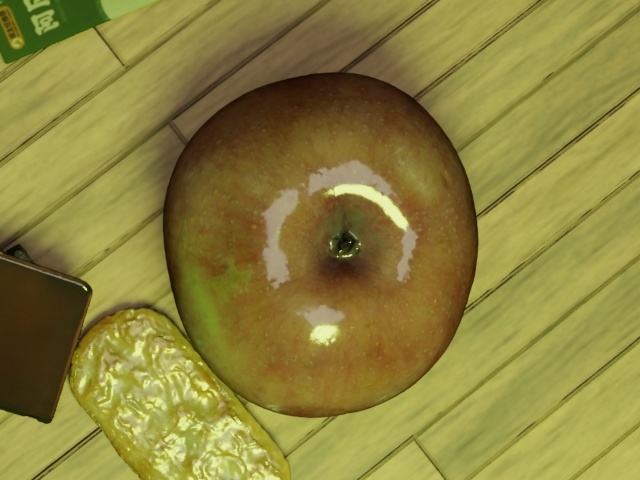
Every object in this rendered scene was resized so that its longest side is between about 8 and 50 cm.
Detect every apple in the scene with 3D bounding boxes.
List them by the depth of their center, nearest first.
[{"bbox_3d":[0.000,0.000,1.463,0.306,0.235,0.305,0,86,-7],"label":"apple"}]

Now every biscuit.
[{"bbox_3d":[-0.129,0.172,1.546,0.118,0.029,0.247,-40,92,-5],"label":"biscuit"}]

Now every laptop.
[{"bbox_3d":[-0.319,0.070,1.507,0.207,0.026,0.154,18,109,-5],"label":"laptop"}]

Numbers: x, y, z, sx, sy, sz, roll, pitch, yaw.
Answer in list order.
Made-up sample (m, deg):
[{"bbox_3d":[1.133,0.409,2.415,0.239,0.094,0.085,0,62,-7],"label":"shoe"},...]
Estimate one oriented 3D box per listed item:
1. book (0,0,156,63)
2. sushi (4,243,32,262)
[{"bbox_3d":[-0.193,-0.283,1.493,0.264,0.202,0.027,-23,50,-6],"label":"book"},{"bbox_3d":[-0.293,0.044,1.536,0.083,0.044,0.046,-34,109,1],"label":"sushi"}]
